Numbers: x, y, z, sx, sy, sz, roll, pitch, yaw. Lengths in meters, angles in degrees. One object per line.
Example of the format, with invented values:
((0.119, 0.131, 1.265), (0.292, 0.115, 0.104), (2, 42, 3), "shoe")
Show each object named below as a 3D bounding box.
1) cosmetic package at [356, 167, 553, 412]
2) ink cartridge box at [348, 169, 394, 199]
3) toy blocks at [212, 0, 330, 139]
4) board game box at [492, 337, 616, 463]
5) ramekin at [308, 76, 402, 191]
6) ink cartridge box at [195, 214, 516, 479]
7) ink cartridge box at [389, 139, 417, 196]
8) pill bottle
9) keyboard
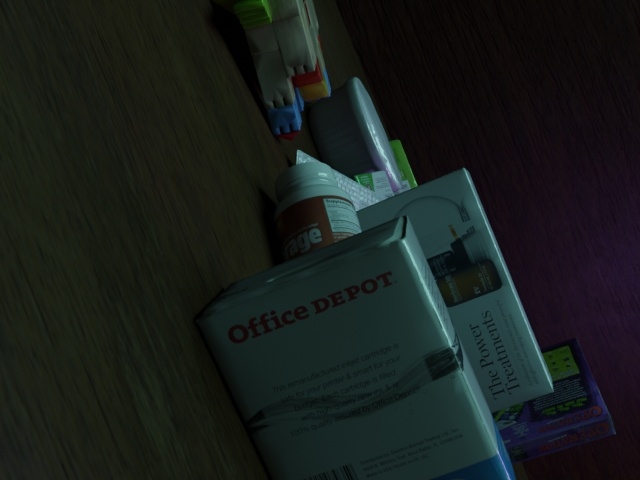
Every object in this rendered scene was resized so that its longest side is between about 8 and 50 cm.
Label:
((0.173, 0.109, 1.362), (0.377, 0.284, 0.097), (68, 14, 3), "cosmetic package")
((0.105, -0.026, 1.688), (0.153, 0.087, 0.208), (-15, 83, -62), "ink cartridge box")
((-0.056, -0.350, 1.507), (0.381, 0.190, 0.261), (-87, 164, -61), "toy blocks")
((0.301, 0.296, 1.436), (0.208, 0.346, 0.056), (-86, 154, -63), "board game box")
((0.073, -0.215, 1.855), (0.273, 0.127, 0.273), (-22, 90, -78), "ramekin")
((0.045, 0.159, 0.873), (0.129, 0.223, 0.307), (-59, 126, -75), "ink cartridge box")
((0.146, -0.108, 2.097), (0.255, 0.097, 0.189), (130, -57, -65), "ink cartridge box")
((0.000, 0.000, 1.195), (0.121, 0.121, 0.216), (47, 23, -58), "pill bottle")
((0.042, -0.087, 1.540), (0.256, 0.014, 0.072), (25, 53, -42), "keyboard")
